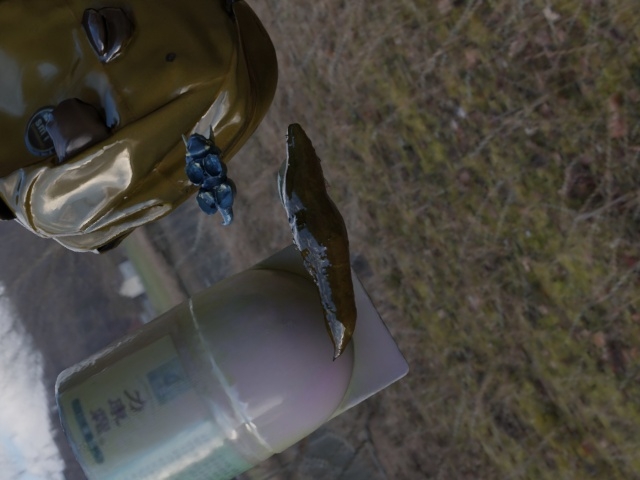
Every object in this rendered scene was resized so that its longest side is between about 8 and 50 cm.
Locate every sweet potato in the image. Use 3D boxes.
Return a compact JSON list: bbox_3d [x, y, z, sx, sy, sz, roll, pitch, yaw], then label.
[{"bbox_3d":[0.000,0.000,1.053,0.067,0.067,0.274,129,129,-79],"label":"sweet potato"}]

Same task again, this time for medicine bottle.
[{"bbox_3d":[-0.110,0.174,1.210,0.236,0.406,0.236,60,-179,-1],"label":"medicine bottle"}]

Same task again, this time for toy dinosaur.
[{"bbox_3d":[-0.088,-0.050,0.750,0.047,0.030,0.083,-81,-28,-77],"label":"toy dinosaur"}]

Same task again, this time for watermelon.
[{"bbox_3d":[-0.028,-0.078,1.324,0.084,0.072,0.092,42,-131,-36],"label":"watermelon"}]

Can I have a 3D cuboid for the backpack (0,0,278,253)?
[{"bbox_3d":[-0.244,-0.187,1.071,0.354,0.378,0.201,55,-178,21],"label":"backpack"}]
